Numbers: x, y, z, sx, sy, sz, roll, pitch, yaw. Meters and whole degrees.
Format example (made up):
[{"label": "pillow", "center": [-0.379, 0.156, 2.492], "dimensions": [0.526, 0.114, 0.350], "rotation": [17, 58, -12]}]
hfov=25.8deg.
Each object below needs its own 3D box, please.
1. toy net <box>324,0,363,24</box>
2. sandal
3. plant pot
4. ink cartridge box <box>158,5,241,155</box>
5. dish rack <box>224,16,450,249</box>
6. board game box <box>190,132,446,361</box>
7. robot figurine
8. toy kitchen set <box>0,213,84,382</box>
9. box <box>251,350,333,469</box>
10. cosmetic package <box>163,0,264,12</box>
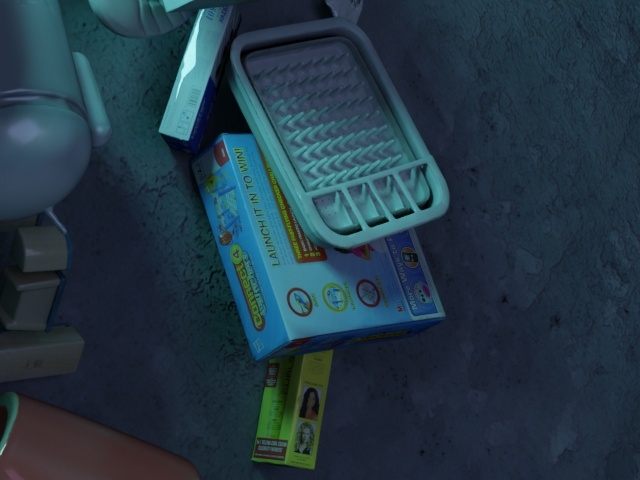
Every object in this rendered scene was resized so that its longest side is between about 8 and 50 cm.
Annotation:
[{"label": "toy net", "center": [0.031, -0.430, 2.132], "dimensions": [0.122, 0.045, 0.232], "rotation": [-11, 96, -43]}, {"label": "sandal", "center": [-0.207, -0.399, 1.891], "dimensions": [0.416, 0.102, 0.169], "rotation": [-53, 136, -44]}, {"label": "plant pot", "center": [-0.317, 0.321, 1.655], "dimensions": [0.243, 0.275, 0.275], "rotation": [35, 65, -22]}, {"label": "ink cartridge box", "center": [-0.161, -0.226, 1.896], "dimensions": [0.046, 0.097, 0.207], "rotation": [17, 83, 4]}, {"label": "dish rack", "center": [0.015, -0.145, 1.963], "dimensions": [0.285, 0.072, 0.332], "rotation": [-19, 79, -44]}, {"label": "board game box", "center": [0.000, 0.000, 1.980], "dimensions": [0.302, 0.086, 0.308], "rotation": [-5, 69, -41]}, {"label": "robot figurine", "center": [-0.380, -0.172, 1.612], "dimensions": [0.300, 0.200, 0.353], "rotation": [-1, 66, -40]}, {"label": "toy kitchen set", "center": [-0.367, 0.042, 1.744], "dimensions": [0.122, 0.166, 0.207], "rotation": [-3, 126, -41]}, {"label": "box", "center": [-0.035, 0.208, 2.008], "dimensions": [0.058, 0.087, 0.232], "rotation": [17, 77, -37]}, {"label": "cosmetic package", "center": [-0.115, -0.424, 1.787], "dimensions": [0.224, 0.138, 0.224], "rotation": [-19, 93, -52]}]
